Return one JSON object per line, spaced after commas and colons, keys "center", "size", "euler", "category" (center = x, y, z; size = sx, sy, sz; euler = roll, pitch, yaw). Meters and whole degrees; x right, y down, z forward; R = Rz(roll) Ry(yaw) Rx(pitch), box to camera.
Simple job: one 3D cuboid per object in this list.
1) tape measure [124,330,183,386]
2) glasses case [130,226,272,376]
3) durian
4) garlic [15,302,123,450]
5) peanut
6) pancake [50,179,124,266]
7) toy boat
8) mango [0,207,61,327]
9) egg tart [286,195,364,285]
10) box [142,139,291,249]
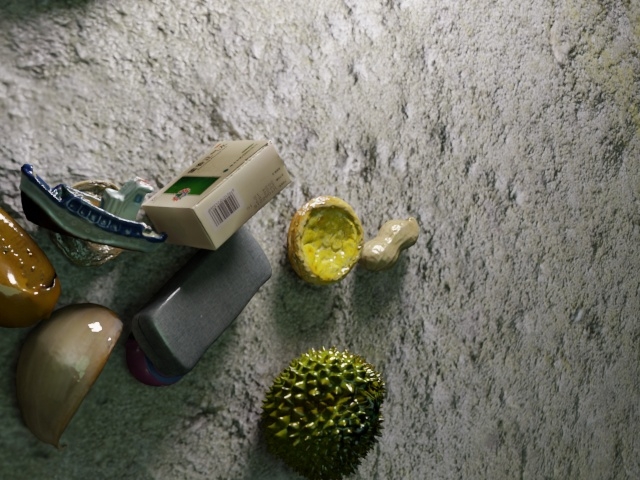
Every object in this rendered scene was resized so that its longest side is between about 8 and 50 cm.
{"center": [-0.282, 0.198, 1.531], "size": [0.125, 0.074, 0.118], "euler": [-12, 92, -44], "category": "tape measure"}
{"center": [-0.204, 0.099, 1.539], "size": [0.131, 0.074, 0.323], "euler": [56, 40, -15], "category": "glasses case"}
{"center": [0.004, 0.337, 1.680], "size": [0.291, 0.224, 0.291], "euler": [-52, 155, -36], "category": "durian"}
{"center": [-0.410, 0.214, 1.405], "size": [0.245, 0.145, 0.164], "euler": [-68, 157, -15], "category": "garlic"}
{"center": [0.153, 0.008, 1.883], "size": [0.187, 0.082, 0.082], "euler": [-44, 116, -32], "category": "peanut"}
{"center": [-0.390, -0.031, 1.475], "size": [0.158, 0.028, 0.158], "euler": [-3, 95, -39], "category": "pancake"}
{"center": [-0.361, -0.060, 1.399], "size": [0.262, 0.114, 0.115], "euler": [15, 98, -30], "category": "toy boat"}
{"center": [-0.509, 0.036, 1.302], "size": [0.151, 0.156, 0.249], "euler": [-37, 117, 7], "category": "mango"}
{"center": [0.000, 0.000, 1.759], "size": [0.191, 0.074, 0.191], "euler": [0, 91, -38], "category": "egg tart"}
{"center": [-0.186, -0.086, 1.548], "size": [0.212, 0.168, 0.095], "euler": [-45, 120, -30], "category": "box"}
